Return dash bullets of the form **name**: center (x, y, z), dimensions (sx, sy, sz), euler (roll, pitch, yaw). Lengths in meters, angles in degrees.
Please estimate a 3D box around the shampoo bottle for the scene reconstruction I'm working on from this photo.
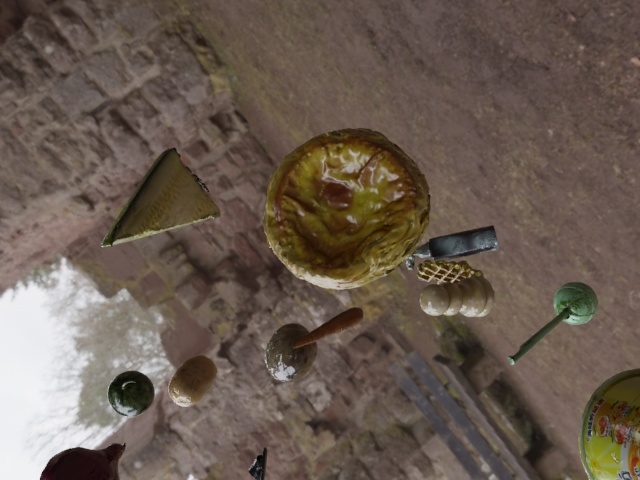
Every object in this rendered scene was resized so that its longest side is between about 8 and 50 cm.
- **shampoo bottle**: center (0.290, 0.017, 1.364), dimensions (0.057, 0.208, 0.063), euler (31, -131, -66)

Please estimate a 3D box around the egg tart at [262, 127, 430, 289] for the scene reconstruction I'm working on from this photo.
- **egg tart**: center (0.046, -0.053, 1.061), dimensions (0.295, 0.295, 0.116), euler (48, -174, 15)

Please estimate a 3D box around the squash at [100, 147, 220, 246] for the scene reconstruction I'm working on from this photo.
- **squash**: center (-0.287, -0.019, 1.067), dimensions (0.169, 0.093, 0.252), euler (55, -145, -32)

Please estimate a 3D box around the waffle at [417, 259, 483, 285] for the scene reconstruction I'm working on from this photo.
- **waffle**: center (0.385, 0.105, 1.809), dimensions (0.192, 0.046, 0.160), euler (-3, 144, 26)

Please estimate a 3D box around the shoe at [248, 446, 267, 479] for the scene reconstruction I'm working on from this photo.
- **shoe**: center (-0.192, 0.703, 1.832), dimensions (0.062, 0.053, 0.159), euler (36, -123, -85)

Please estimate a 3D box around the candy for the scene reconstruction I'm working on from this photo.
- **candy**: center (0.614, 0.226, 1.617), dimensions (0.119, 0.440, 0.119), euler (22, 123, 38)

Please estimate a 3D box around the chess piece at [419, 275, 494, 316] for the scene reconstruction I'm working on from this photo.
- **chess piece**: center (0.294, 0.126, 1.360), dimensions (0.094, 0.171, 0.094), euler (-4, 85, 61)

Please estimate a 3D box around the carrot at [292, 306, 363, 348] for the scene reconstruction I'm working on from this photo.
- **carrot**: center (0.020, 0.225, 1.549), dimensions (0.048, 0.216, 0.048), euler (45, 148, 39)

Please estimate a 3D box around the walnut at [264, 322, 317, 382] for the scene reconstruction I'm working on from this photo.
- **walnut**: center (-0.078, 0.297, 1.608), dimensions (0.140, 0.140, 0.162), euler (43, 137, 43)

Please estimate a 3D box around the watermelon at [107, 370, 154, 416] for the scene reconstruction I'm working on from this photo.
- **watermelon**: center (-0.408, 0.327, 1.308), dimensions (0.109, 0.109, 0.109), euler (49, 172, 9)

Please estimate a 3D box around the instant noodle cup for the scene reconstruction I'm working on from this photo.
- **instant noodle cup**: center (0.574, 0.336, 0.964), dimensions (0.264, 0.264, 0.200), euler (49, 173, 7)

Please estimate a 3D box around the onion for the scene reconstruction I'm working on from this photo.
- **onion**: center (-0.540, 0.557, 1.446), dimensions (0.195, 0.218, 0.139), euler (39, 139, 10)

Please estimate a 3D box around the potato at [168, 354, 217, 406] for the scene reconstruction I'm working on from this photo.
- **potato**: center (-0.398, 0.434, 1.897), dimensions (0.110, 0.178, 0.118), euler (11, 128, 25)
